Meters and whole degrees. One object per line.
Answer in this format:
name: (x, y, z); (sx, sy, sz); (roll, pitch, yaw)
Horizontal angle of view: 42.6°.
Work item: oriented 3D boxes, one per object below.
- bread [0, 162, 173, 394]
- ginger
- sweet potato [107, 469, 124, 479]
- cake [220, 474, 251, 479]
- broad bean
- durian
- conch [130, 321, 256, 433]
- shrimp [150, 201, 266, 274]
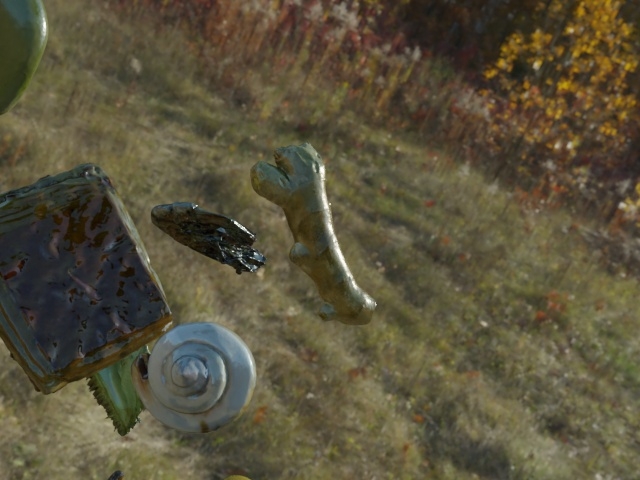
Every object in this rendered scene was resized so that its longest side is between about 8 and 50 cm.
bread: (-0.416, 0.066, 1.318); (0.278, 0.167, 0.324); (-27, 83, -36)
ginger: (0.002, 0.000, 1.185); (0.065, 0.118, 0.298); (3, -58, 60)
sweet potato: (-0.416, 0.557, 1.397); (0.112, 0.112, 0.359); (25, 55, -3)
cake: (-0.100, 0.313, 0.943); (0.084, 0.084, 0.044); (24, -15, -6)
broad bean: (-0.499, -0.275, 1.195); (0.189, 0.263, 0.121); (53, 31, 8)
durian: (-0.398, 0.200, 1.679); (0.198, 0.394, 0.163); (-12, -22, 18)
conch: (-0.141, 0.189, 1.044); (0.255, 0.158, 0.127); (53, 16, -66)
shrimp: (-0.107, 0.000, 0.880); (0.091, 0.034, 0.161); (-7, -27, 41)
